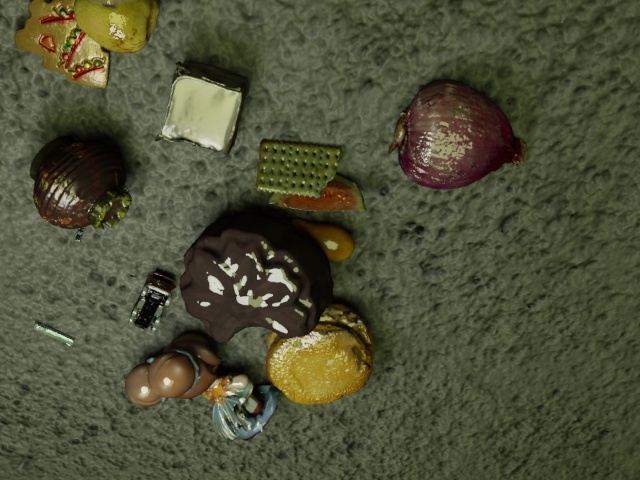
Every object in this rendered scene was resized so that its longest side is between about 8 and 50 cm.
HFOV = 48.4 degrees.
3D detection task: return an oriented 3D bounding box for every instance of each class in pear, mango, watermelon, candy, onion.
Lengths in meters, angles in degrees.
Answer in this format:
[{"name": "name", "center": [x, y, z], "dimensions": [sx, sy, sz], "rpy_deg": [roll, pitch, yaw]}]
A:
[{"name": "pear", "center": [-0.438, -0.491, 1.525], "dimensions": [0.178, 0.178, 0.178], "rpy_deg": [0, 122, 0]}, {"name": "mango", "center": [0.000, 0.000, 1.870], "dimensions": [0.184, 0.085, 0.102], "rpy_deg": [16, 118, -3]}, {"name": "watermelon", "center": [-0.005, -0.115, 1.778], "dimensions": [0.245, 0.119, 0.063], "rpy_deg": [6, 133, -6]}, {"name": "candy", "center": [-0.271, -0.309, 1.650], "dimensions": [0.185, 0.137, 0.195], "rpy_deg": [14, 119, -8]}, {"name": "onion", "center": [0.352, -0.220, 1.690], "dimensions": [0.349, 0.159, 0.267], "rpy_deg": [10, 124, -5]}]

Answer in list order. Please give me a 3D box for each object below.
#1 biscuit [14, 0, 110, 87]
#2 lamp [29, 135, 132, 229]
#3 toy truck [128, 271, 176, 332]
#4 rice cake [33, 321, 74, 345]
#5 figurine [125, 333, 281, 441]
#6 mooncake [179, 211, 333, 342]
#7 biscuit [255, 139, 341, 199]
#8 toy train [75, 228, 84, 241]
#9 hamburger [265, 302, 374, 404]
[{"name": "biscuit", "center": [-0.570, -0.446, 1.625], "dimensions": [0.212, 0.041, 0.238], "rpy_deg": [-29, 116, 15]}, {"name": "lamp", "center": [-0.570, -0.130, 1.709], "dimensions": [0.247, 0.247, 0.246], "rpy_deg": [0, 122, 0]}, {"name": "toy truck", "center": [-0.470, 0.174, 1.978], "dimensions": [0.083, 0.092, 0.192], "rpy_deg": [24, 127, -13]}, {"name": "rice cake", "center": [-0.778, 0.273, 2.078], "dimensions": [0.121, 0.021, 0.022], "rpy_deg": [29, 107, -16]}, {"name": "figurine", "center": [-0.336, 0.427, 2.056], "dimensions": [0.388, 0.248, 0.277], "rpy_deg": [41, 138, -19]}, {"name": "mooncake", "center": [-0.176, 0.103, 1.830], "dimensions": [0.381, 0.212, 0.350], "rpy_deg": [-14, 112, 23]}, {"name": "biscuit", "center": [-0.056, -0.174, 1.750], "dimensions": [0.203, 0.016, 0.144], "rpy_deg": [7, 78, -2]}, {"name": "toy train", "center": [-0.635, -0.034, 1.891], "dimensions": [0.017, 0.017, 0.083], "rpy_deg": [18, 120, -13]}, {"name": "hamburger", "center": [0.004, 0.316, 2.013], "dimensions": [0.314, 0.170, 0.289], "rpy_deg": [-26, 121, 14]}]
